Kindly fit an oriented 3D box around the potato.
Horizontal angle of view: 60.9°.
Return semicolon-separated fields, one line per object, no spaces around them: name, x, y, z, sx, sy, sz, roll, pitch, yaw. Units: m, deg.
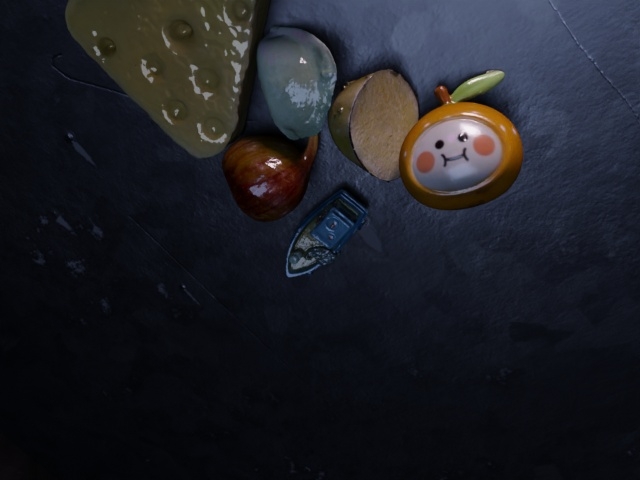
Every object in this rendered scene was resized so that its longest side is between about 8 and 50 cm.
potato;0.084;-0.211;1.000;0.117;0.182;0.202;15;168;42

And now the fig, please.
fig;-0.079;-0.136;1.076;0.207;0.175;0.175;-20;115;2

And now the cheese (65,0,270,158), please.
cheese;-0.244;-0.333;1.025;0.384;0.104;0.383;6;120;11

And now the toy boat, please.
toy boat;0.000;0.000;1.162;0.109;0.098;0.238;39;122;-6

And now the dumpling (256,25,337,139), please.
dumpling;-0.035;-0.294;0.983;0.149;0.105;0.216;-15;92;16

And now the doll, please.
doll;0.239;-0.172;0.959;0.214;0.213;0.235;-11;80;21
